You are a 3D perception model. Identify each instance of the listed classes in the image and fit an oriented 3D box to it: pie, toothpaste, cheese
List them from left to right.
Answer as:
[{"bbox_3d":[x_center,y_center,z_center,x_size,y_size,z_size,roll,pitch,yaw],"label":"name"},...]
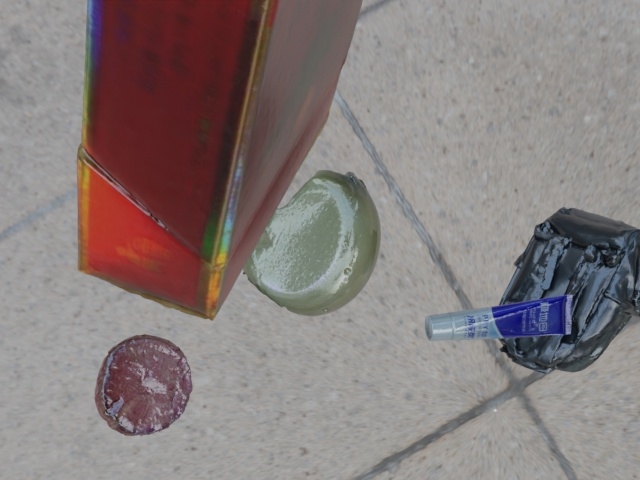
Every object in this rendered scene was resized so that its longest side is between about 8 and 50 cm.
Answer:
[{"bbox_3d":[-0.260,0.211,1.555,0.154,0.036,0.154,4,83,-29],"label":"pie"},{"bbox_3d":[0.000,0.000,1.455,0.175,0.091,0.202,37,99,23],"label":"cheese"},{"bbox_3d":[0.099,0.043,0.579,0.083,0.015,0.024,-3,106,-12],"label":"toothpaste"}]

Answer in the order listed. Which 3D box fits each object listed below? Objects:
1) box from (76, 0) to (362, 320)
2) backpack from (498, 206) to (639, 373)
[{"bbox_3d":[-0.033,-0.133,0.516,0.089,0.313,0.197,21,47,5],"label":"box"},{"bbox_3d":[0.351,0.071,1.486,0.206,0.133,0.258,25,79,47],"label":"backpack"}]
